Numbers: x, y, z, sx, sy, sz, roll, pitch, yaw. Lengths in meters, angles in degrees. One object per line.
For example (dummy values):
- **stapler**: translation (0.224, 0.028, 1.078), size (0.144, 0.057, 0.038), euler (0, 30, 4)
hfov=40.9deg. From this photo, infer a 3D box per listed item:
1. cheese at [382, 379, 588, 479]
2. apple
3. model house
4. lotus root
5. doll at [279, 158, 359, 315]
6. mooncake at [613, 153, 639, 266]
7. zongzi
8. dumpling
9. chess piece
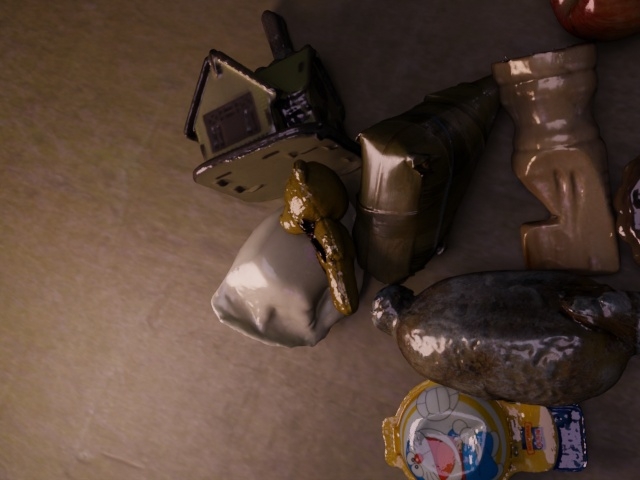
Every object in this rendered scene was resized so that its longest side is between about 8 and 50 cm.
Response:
- **cheese**: translation (0.213, 0.262, 1.142), size (0.270, 0.069, 0.177), euler (-6, 86, 20)
- **apple**: translation (0.365, -0.320, 1.073), size (0.130, 0.146, 0.146), euler (-18, 81, -9)
- **model house**: translation (-0.084, -0.217, 1.202), size (0.204, 0.218, 0.279), euler (-20, 76, 18)
- **lotus root**: translation (0.232, 0.122, 1.092), size (0.349, 0.175, 0.175), euler (1, 88, 25)
- **doll**: translation (0.000, 0.000, 1.130), size (0.097, 0.137, 0.210), euler (-14, 84, 9)
- **mooncake**: translation (0.472, -0.037, 1.032), size (0.228, 0.124, 0.228), euler (-1, 87, 21)
- **zongzi**: translation (0.159, -0.085, 1.171), size (0.125, 0.274, 0.251), euler (33, 138, 27)
- **dumpling**: translation (-0.027, 0.044, 1.227), size (0.179, 0.131, 0.252), euler (37, 78, -1)
- **chess piece**: translation (0.309, -0.097, 1.101), size (0.137, 0.137, 0.301), euler (-10, 99, 19)
